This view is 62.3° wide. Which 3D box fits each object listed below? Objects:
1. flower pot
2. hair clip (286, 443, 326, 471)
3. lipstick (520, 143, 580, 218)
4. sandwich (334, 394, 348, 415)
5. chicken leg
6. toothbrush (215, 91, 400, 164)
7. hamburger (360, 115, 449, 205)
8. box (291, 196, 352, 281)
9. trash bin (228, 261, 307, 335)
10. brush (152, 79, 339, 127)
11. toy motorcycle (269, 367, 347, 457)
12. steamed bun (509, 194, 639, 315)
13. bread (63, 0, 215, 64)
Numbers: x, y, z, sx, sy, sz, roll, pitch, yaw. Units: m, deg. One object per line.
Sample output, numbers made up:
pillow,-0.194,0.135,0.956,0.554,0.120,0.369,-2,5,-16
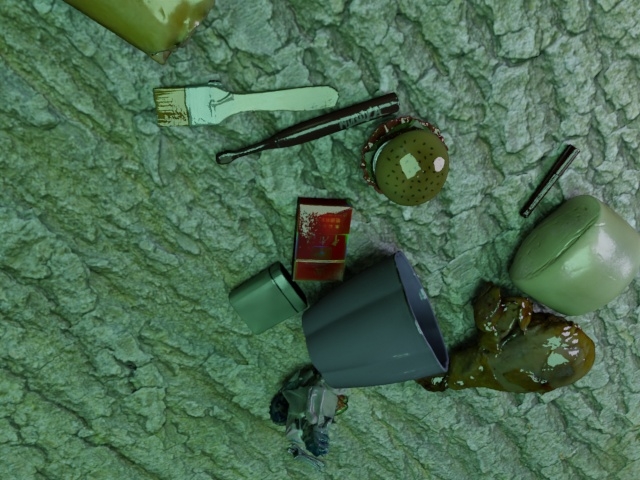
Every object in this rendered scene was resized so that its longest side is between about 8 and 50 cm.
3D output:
flower pot,0.103,0.177,1.096,0.243,0.265,0.265,-21,116,16
hair clip,-0.035,0.567,1.359,0.115,0.039,0.030,38,110,-24
lipstick,0.481,-0.121,1.118,0.027,0.027,0.176,26,110,-18
sandwich,0.019,0.400,1.296,0.101,0.026,0.069,-20,112,-2
chicken leg,0.395,0.236,1.221,0.410,0.182,0.295,-21,107,20
toothbrush,-0.025,-0.206,1.000,0.364,0.041,0.040,-18,116,1
hamburger,0.165,-0.143,1.002,0.175,0.137,0.175,-2,115,-3
box,0.000,0.001,1.093,0.112,0.048,0.175,1,115,-9
trash bin,-0.111,0.126,1.130,0.130,0.059,0.116,-31,113,8
brush,-0.131,-0.254,0.973,0.337,0.020,0.085,-4,115,-7
toy motorcycle,-0.001,0.384,1.190,0.108,0.204,0.239,23,115,-35
steamed bun,0.548,0.040,1.130,0.200,0.154,0.250,33,104,-21
bread,-0.276,-0.494,0.722,0.394,0.250,0.361,30,105,-16
